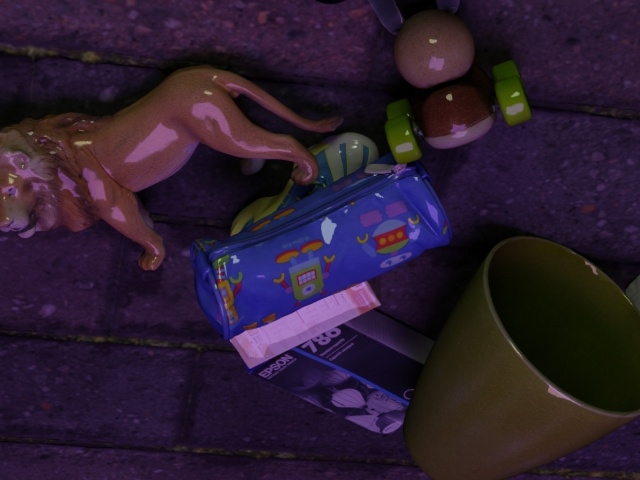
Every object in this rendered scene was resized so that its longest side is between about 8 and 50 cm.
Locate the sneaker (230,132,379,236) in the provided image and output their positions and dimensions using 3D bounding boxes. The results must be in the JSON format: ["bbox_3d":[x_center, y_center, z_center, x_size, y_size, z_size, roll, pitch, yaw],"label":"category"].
[{"bbox_3d":[-0.015,-0.022,1.709,0.091,0.126,0.240,27,129,-29],"label":"sneaker"}]

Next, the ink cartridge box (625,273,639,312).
[{"bbox_3d":[0.495,0.127,1.871,0.139,0.191,0.082,15,133,-21],"label":"ink cartridge box"}]

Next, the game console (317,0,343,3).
[{"bbox_3d":[-0.035,-0.319,1.358,0.293,0.250,0.173,18,106,-24],"label":"game console"}]

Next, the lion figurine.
[{"bbox_3d":[-0.191,-0.108,1.618,0.392,0.142,0.240,-32,125,9],"label":"lion figurine"}]

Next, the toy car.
[{"bbox_3d":[0.126,-0.202,1.555,0.155,0.149,0.188,-19,107,10],"label":"toy car"}]

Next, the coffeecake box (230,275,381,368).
[{"bbox_3d":[-0.020,0.061,1.767,0.185,0.142,0.068,-27,112,15],"label":"coffeecake box"}]

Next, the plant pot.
[{"bbox_3d":[0.240,0.191,1.849,0.274,0.275,0.293,20,131,-25],"label":"plant pot"}]

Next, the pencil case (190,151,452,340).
[{"bbox_3d":[0.000,0.000,1.611,0.306,0.119,0.133,-24,136,-10],"label":"pencil case"}]

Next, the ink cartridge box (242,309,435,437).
[{"bbox_3d":[0.024,0.156,1.958,0.332,0.065,0.165,29,129,-30],"label":"ink cartridge box"}]
